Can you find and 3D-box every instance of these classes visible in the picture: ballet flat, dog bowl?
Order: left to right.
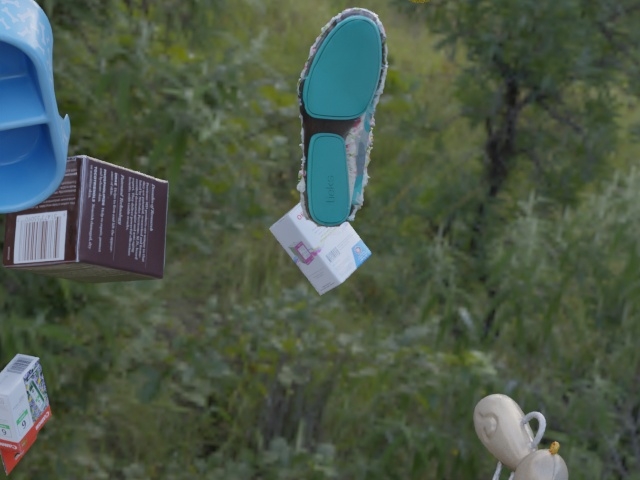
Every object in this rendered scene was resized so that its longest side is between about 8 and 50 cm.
[{"bbox_3d":[-0.371,-0.147,1.345,0.166,0.297,0.074,-12,49,-11],"label":"dog bowl"},{"bbox_3d":[0.017,-0.129,1.226,0.091,0.241,0.077,10,26,-2],"label":"ballet flat"}]

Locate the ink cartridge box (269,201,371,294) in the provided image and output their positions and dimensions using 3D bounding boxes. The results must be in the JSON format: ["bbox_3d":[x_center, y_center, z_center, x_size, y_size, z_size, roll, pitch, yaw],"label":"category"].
[{"bbox_3d":[0.000,0.000,1.676,0.052,0.122,0.088,-31,8,44],"label":"ink cartridge box"}]

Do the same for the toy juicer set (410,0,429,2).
[{"bbox_3d":[0.058,-0.411,1.304,0.209,0.089,0.329,17,-27,8],"label":"toy juicer set"}]

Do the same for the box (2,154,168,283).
[{"bbox_3d":[-0.372,-0.028,1.902,0.168,0.167,0.203,-5,-11,32],"label":"box"}]

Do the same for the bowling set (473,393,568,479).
[{"bbox_3d":[0.165,0.287,0.977,0.200,0.287,0.154,24,14,-21],"label":"bowling set"}]

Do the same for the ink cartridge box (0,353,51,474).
[{"bbox_3d":[-0.303,0.180,1.210,0.029,0.115,0.063,9,34,17],"label":"ink cartridge box"}]
